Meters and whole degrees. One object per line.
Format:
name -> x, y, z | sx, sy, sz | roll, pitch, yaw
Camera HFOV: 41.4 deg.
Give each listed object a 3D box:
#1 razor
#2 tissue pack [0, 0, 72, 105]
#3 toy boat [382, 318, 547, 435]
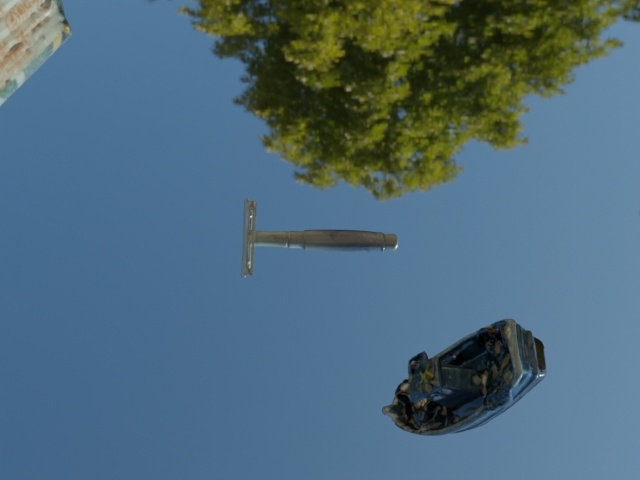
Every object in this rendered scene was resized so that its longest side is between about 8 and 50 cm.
razor -> 0.000, 0.000, 0.730 | 0.135, 0.068, 0.040 | 2, -179, -9
tissue pack -> -0.423, -0.161, 0.809 | 0.228, 0.128, 0.310 | 9, -129, 27
toy boat -> 0.088, 0.094, 0.557 | 0.061, 0.137, 0.060 | 15, -122, -22
